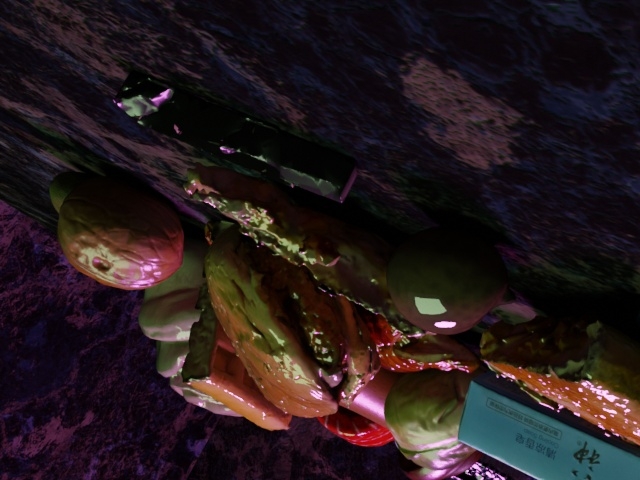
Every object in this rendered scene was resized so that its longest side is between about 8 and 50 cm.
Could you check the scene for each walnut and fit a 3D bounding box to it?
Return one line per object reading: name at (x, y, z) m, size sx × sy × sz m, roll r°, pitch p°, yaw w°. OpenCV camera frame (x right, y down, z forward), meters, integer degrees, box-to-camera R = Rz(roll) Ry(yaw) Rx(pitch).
walnut at (-0.307, -0.008, 1.555) m, size 0.207 × 0.167 × 0.167 m, roll 27°, pitch 169°, yaw -1°

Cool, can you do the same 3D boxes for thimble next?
thimble at (0.087, 0.276, 1.794) m, size 0.189 × 0.163 × 0.125 m, roll -22°, pitch 151°, yaw 15°

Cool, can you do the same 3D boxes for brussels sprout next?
brussels sprout at (0.157, 0.223, 1.297) m, size 0.183 × 0.145 × 0.131 m, roll 133°, pitch 118°, yaw -84°

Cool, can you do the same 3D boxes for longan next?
longan at (0.113, 0.034, 0.865) m, size 0.113 × 0.092 × 0.113 m, roll 13°, pitch 150°, yaw 8°

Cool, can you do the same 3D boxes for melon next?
melon at (-0.379, -0.055, 1.679) m, size 0.162 × 0.099 × 0.099 m, roll 32°, pitch 169°, yaw 1°

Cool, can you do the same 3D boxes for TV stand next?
TV stand at (-0.077, -0.092, 0.904) m, size 0.249 × 0.036 × 0.042 m, roll 23°, pitch 167°, yaw 25°

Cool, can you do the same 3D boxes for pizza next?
pizza at (0.246, 0.118, 0.928) m, size 0.228 × 0.081 × 0.289 m, roll 18°, pitch 168°, yaw 39°
pizza at (0.000, 0.001, 1.032) m, size 0.296 × 0.071 × 0.189 m, roll 27°, pitch -172°, yaw 3°

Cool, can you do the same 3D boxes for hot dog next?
hot dog at (-0.139, 0.010, 1.526) m, size 0.062 × 0.038 × 0.144 m, roll 25°, pitch 168°, yaw 21°

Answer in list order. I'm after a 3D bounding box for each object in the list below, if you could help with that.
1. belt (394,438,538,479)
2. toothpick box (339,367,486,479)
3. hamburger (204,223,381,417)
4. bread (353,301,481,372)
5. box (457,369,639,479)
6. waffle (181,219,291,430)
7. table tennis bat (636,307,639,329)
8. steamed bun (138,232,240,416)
belt at (0.255, 0.331, 1.682) m, size 0.257 × 0.150 × 0.207 m, roll 28°, pitch 159°, yaw -7°
toothpick box at (0.118, 0.221, 1.473) m, size 0.294 × 0.192 × 0.192 m, roll 36°, pitch 168°, yaw -10°
hamburger at (-0.044, 0.095, 1.224) m, size 0.260 × 0.144 × 0.283 m, roll 60°, pitch 164°, yaw 15°
bread at (0.096, 0.115, 1.230) m, size 0.139 × 0.095 × 0.269 m, roll 33°, pitch 178°, yaw -7°
box at (0.288, 0.214, 1.113) m, size 0.232 × 0.083 × 0.142 m, roll 20°, pitch -160°, yaw 33°
waffle at (-0.096, 0.125, 1.445) m, size 0.055 × 0.248 × 0.221 m, roll -8°, pitch 150°, yaw 30°
table tennis bat at (0.334, 0.108, 0.801) m, size 0.201 × 0.033 × 0.124 m, roll 35°, pitch 171°, yaw -19°
steamed bun at (-0.154, 0.169, 1.735) m, size 0.342 × 0.255 × 0.367 m, roll 21°, pitch 168°, yaw 30°
